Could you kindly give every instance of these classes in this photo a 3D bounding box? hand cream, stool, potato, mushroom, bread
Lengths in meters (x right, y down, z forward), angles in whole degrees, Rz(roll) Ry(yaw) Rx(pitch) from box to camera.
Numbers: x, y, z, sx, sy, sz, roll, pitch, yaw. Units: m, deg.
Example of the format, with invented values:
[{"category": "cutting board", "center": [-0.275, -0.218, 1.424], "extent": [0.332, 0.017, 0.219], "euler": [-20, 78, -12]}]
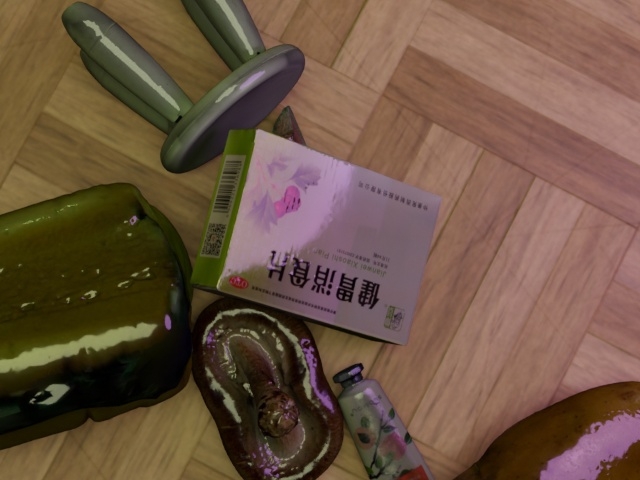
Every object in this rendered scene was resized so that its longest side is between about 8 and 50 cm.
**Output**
[{"category": "hand cream", "center": [0.080, 0.248, 1.781], "extent": [0.080, 0.050, 0.234], "euler": [-27, 92, -9]}, {"category": "stool", "center": [-0.146, -0.206, 1.744], "extent": [0.195, 0.195, 0.198], "euler": [-38, 83, -6]}, {"category": "potato", "center": [0.267, 0.288, 1.731], "extent": [0.369, 0.176, 0.195], "euler": [-37, 60, -10]}, {"category": "mushroom", "center": [-0.056, 0.157, 1.692], "extent": [0.148, 0.217, 0.227], "euler": [-30, 86, -5]}, {"category": "bread", "center": [-0.312, 0.095, 1.689], "extent": [0.377, 0.208, 0.251], "euler": [-18, 60, -6]}]

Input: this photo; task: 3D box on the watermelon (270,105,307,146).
[{"category": "watermelon", "center": [-0.037, -0.056, 1.796], "extent": [0.101, 0.080, 0.155], "euler": [-31, 102, 2]}]

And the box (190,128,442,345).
[{"category": "box", "center": [0.000, -0.001, 1.729], "extent": [0.260, 0.062, 0.175], "euler": [18, 82, -34]}]
